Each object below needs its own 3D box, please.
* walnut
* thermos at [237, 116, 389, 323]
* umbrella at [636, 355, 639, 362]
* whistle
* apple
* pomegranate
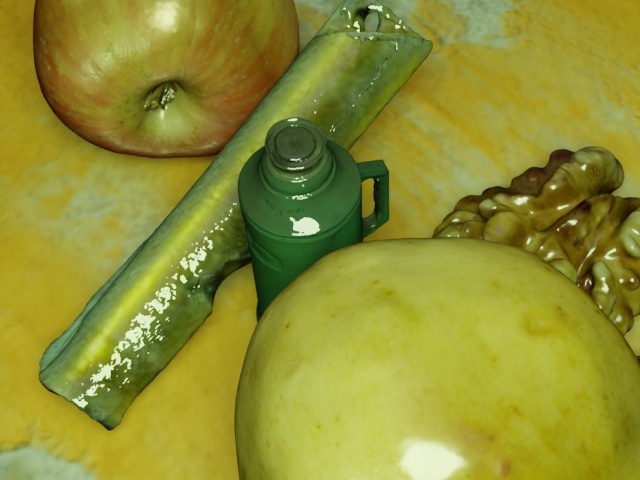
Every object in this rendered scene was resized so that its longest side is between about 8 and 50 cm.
[{"bbox_3d":[0.149,0.004,0.768,0.170,0.069,0.143,-37,63,-18],"label":"walnut"},{"bbox_3d":[-0.003,0.003,0.698,0.083,0.187,0.073,2,56,5],"label":"thermos"},{"bbox_3d":[0.285,0.054,0.746,0.269,0.044,0.044,-13,83,-9],"label":"umbrella"},{"bbox_3d":[-0.050,-0.025,0.755,0.068,0.057,0.326,39,78,-1],"label":"whistle"},{"bbox_3d":[-0.104,-0.155,0.823,0.199,0.199,0.199,-1,55,1],"label":"apple"},{"bbox_3d":[0.067,0.109,0.611,0.233,0.233,0.233,-1,55,1],"label":"pomegranate"}]
